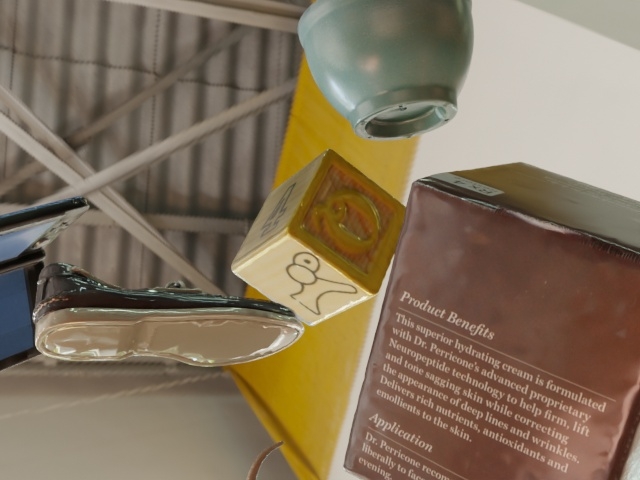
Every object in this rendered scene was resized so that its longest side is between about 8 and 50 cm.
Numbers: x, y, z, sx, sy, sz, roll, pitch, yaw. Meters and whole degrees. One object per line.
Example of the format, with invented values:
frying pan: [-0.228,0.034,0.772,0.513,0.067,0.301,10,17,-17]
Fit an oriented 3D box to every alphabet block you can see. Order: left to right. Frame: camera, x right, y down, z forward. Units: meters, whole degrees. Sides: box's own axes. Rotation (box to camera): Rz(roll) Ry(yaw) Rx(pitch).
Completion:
alphabet block: [0.000,0.000,1.609,0.192,0.197,0.193,36,-125,-18]

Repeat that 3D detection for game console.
game console: [-0.476,0.084,1.425,0.250,0.173,0.293,-33,-5,35]

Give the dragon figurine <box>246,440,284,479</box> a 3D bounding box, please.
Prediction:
dragon figurine: [-0.080,0.418,1.280,0.085,0.289,0.144,-3,-19,18]

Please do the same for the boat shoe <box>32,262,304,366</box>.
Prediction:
boat shoe: [-0.107,0.048,0.707,0.206,0.065,0.075,5,-39,-30]

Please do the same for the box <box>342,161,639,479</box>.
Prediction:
box: [0.143,0.073,0.616,0.167,0.168,0.203,-12,-60,-55]

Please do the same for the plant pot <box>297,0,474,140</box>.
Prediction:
plant pot: [0.121,-0.282,1.578,0.293,0.293,0.196,-3,-105,-23]
